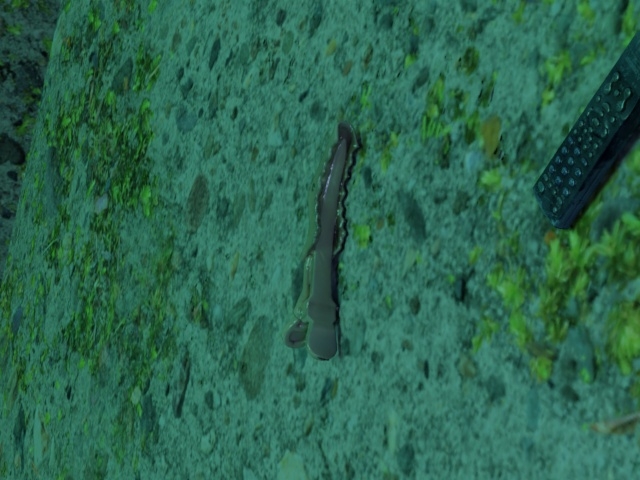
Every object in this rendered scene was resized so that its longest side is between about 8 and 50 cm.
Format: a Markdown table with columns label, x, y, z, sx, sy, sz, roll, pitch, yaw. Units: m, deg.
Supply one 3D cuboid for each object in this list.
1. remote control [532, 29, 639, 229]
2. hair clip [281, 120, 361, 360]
| label | x | y | z | sx | sy | sz | roll | pitch | yaw |
| --- | --- | --- | --- | --- | --- | --- | --- | --- | --- |
| remote control | 0.191 | -0.075 | 0.743 | 0.152 | 0.027 | 0.043 | -60 | 41 | 36 |
| hair clip | 0.000 | 0.000 | 1.058 | 0.072 | 0.034 | 0.226 | -8 | 74 | 61 |
